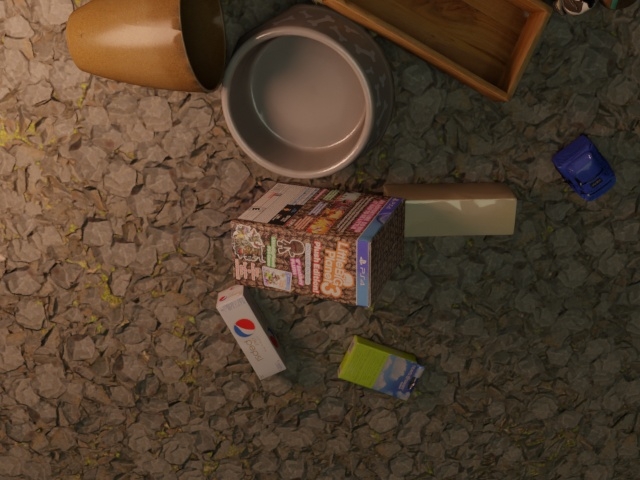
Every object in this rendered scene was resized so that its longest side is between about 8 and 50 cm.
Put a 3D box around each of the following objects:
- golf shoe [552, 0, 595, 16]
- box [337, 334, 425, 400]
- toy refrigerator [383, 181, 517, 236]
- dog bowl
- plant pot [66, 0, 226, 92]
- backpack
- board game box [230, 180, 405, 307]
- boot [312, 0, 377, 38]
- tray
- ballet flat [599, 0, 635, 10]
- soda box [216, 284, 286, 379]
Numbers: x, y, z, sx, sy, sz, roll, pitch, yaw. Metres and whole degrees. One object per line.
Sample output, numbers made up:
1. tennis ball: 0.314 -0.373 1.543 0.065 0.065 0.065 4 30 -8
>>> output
1. golf shoe: 0.483 -0.525 1.667 0.077 0.094 0.198 -20 108 -18
2. box: 0.142 0.300 2.075 0.178 0.042 0.109 20 112 -12
3. toy refrigerator: 0.272 -0.063 1.891 0.270 0.102 0.094 -2 114 -3
4. dog bowl: -0.035 -0.277 1.724 0.349 0.102 0.348 7 118 14
5. plant pot: -0.335 -0.389 1.665 0.254 0.237 0.237 -2 115 14
6. backpack: 0.564 -0.142 1.876 0.098 0.101 0.120 -35 115 19
7. board game box: 0.000 0.000 1.781 0.291 0.232 0.141 9 117 20
8. boot: 0.022 -0.428 1.731 0.165 0.077 0.213 41 112 -14
9. tray: 0.227 -0.446 1.680 0.411 0.076 0.202 25 90 -22
10. ballet flat: 0.557 -0.598 1.616 0.116 0.124 0.342 9 104 17
11. soda box: -0.154 0.205 1.999 0.069 0.074 0.216 -24 113 7
